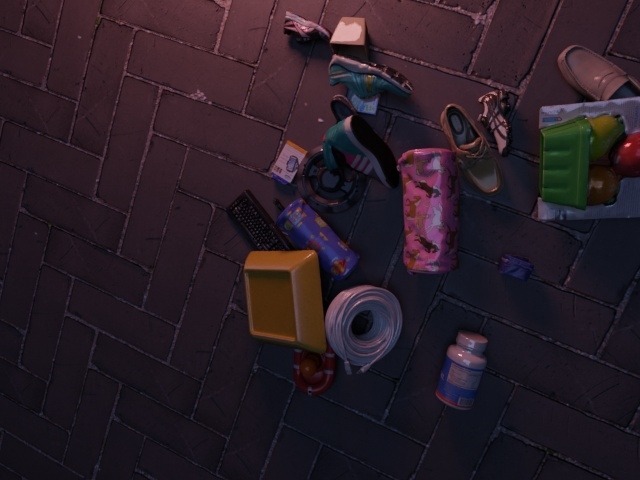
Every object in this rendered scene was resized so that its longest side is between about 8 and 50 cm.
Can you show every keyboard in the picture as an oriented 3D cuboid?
[{"bbox_3d":[-0.176,-0.043,1.580,0.201,0.033,0.317,-39,86,16],"label":"keyboard"}]

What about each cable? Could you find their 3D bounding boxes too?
[{"bbox_3d":[0.140,0.268,1.451,0.257,0.089,0.257,-27,105,-15],"label":"cable"}]

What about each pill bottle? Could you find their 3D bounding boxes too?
[{"bbox_3d":[0.446,0.399,1.415,0.124,0.124,0.221,16,99,13],"label":"pill bottle"}]

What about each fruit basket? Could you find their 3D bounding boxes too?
[{"bbox_3d":[0.777,-0.216,1.217,0.353,0.165,0.326,-4,111,15],"label":"fruit basket"}]

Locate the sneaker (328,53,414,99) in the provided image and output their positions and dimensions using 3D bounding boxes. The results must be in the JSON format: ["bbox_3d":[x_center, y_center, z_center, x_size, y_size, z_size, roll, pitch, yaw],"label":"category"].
[{"bbox_3d":[0.153,-0.485,1.389,0.275,0.107,0.109,24,122,16],"label":"sneaker"}]

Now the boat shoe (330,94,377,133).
[{"bbox_3d":[0.108,-0.358,1.425,0.080,0.076,0.228,-30,99,26],"label":"boat shoe"}]

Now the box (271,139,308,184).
[{"bbox_3d":[-0.106,-0.259,1.538,0.081,0.028,0.136,33,106,9],"label":"box"}]

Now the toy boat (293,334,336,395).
[{"bbox_3d":[-0.029,0.413,1.531,0.151,0.151,0.230,4,97,15],"label":"toy boat"}]

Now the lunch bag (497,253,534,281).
[{"bbox_3d":[0.592,0.078,1.366,0.099,0.067,0.065,20,102,11],"label":"lunch bag"}]

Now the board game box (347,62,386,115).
[{"bbox_3d":[0.142,-0.483,1.443,0.104,0.026,0.154,14,100,14],"label":"board game box"}]

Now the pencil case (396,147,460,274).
[{"bbox_3d":[0.329,-0.083,1.374,0.160,0.167,0.385,-7,97,-28],"label":"pencil case"}]

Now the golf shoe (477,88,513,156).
[{"bbox_3d":[0.516,-0.340,1.342,0.094,0.077,0.198,-6,88,27],"label":"golf shoe"}]

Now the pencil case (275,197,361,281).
[{"bbox_3d":[0.000,0.000,1.481,0.306,0.133,0.119,44,123,3],"label":"pencil case"}]

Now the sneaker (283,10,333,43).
[{"bbox_3d":[-0.042,-0.666,1.459,0.178,0.072,0.077,32,116,18],"label":"sneaker"}]

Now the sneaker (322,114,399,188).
[{"bbox_3d":[0.106,-0.248,1.399,0.179,0.295,0.123,-9,52,38],"label":"sneaker"}]

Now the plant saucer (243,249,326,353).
[{"bbox_3d":[-0.142,0.202,1.498,0.333,0.081,0.332,-2,94,43],"label":"plant saucer"}]

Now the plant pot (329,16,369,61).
[{"bbox_3d":[0.099,-0.624,1.403,0.109,0.109,0.096,10,86,14],"label":"plant pot"}]

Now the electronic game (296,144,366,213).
[{"bbox_3d":[0.035,-0.203,1.493,0.230,0.048,0.229,0,93,7],"label":"electronic game"}]

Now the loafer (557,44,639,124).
[{"bbox_3d":[0.789,-0.419,1.230,0.319,0.111,0.112,42,105,7],"label":"loafer"}]

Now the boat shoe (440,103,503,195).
[{"bbox_3d":[0.448,-0.267,1.348,0.109,0.098,0.302,-27,89,17],"label":"boat shoe"}]
